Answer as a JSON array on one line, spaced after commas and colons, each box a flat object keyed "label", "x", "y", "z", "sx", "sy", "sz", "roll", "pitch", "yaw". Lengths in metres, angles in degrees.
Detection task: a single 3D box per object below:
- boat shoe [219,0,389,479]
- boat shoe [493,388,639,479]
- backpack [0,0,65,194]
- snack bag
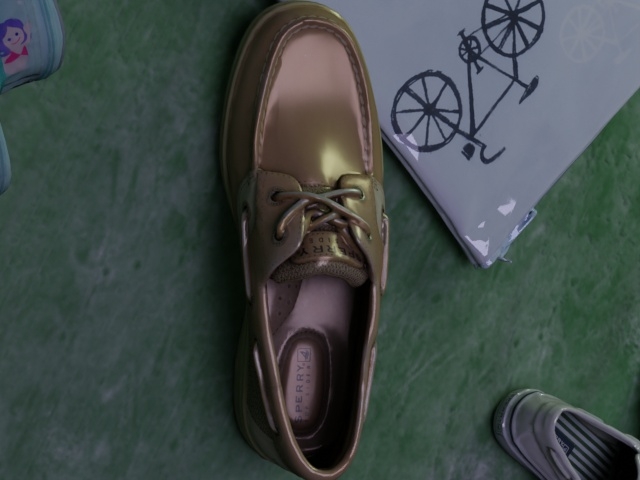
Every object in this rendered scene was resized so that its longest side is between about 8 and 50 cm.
[{"label": "boat shoe", "x": 0.000, "y": 0.000, "z": 1.305, "sx": 0.121, "sy": 0.110, "sz": 0.341, "roll": -4, "pitch": 97, "yaw": -16}, {"label": "boat shoe", "x": 0.236, "y": 0.198, "z": 1.498, "sx": 0.226, "sy": 0.076, "sz": 0.083, "roll": 32, "pitch": 77, "yaw": -29}, {"label": "backpack", "x": -0.263, "y": -0.134, "z": 1.082, "sx": 0.191, "sy": 0.225, "sz": 0.254, "roll": -18, "pitch": 107, "yaw": -24}, {"label": "snack bag", "x": 0.133, "y": -0.203, "z": 1.430, "sx": 0.323, "sy": 0.037, "sz": 0.342, "roll": -48, "pitch": 115, "yaw": -19}]
